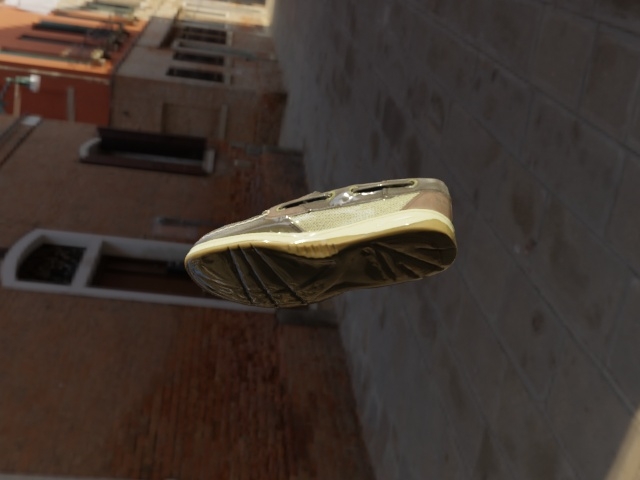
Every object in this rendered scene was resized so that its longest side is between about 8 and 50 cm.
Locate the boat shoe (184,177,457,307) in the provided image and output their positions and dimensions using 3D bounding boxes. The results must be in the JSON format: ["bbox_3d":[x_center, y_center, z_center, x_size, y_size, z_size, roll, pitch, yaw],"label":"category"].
[{"bbox_3d":[0.000,0.000,0.456,0.056,0.152,0.049,64,-152,-42],"label":"boat shoe"}]
